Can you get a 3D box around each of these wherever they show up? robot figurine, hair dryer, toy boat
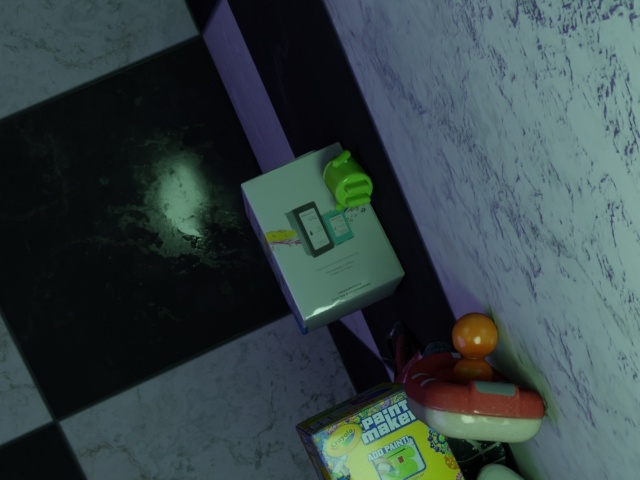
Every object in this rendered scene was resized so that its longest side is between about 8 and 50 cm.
[{"bbox_3d":[0.045,-0.099,1.638,0.115,0.067,0.101,-122,20,-52],"label":"robot figurine"},{"bbox_3d":[0.149,0.248,1.833,0.293,0.080,0.224,141,130,-70],"label":"hair dryer"},{"bbox_3d":[0.194,0.167,1.255,0.231,0.150,0.151,168,108,-83],"label":"toy boat"}]

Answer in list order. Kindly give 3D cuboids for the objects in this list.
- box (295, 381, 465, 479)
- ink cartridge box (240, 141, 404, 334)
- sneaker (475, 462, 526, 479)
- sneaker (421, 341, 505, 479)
[{"bbox_3d":[0.104,0.378,1.496,0.279,0.177,0.290,65,171,4],"label":"box"},{"bbox_3d":[0.000,0.000,1.782,0.198,0.197,0.270,95,150,-76],"label":"ink cartridge box"},{"bbox_3d":[0.307,0.401,1.331,0.262,0.099,0.121,53,160,31],"label":"sneaker"},{"bbox_3d":[0.223,0.277,1.563,0.122,0.110,0.283,-93,-12,-55],"label":"sneaker"}]
